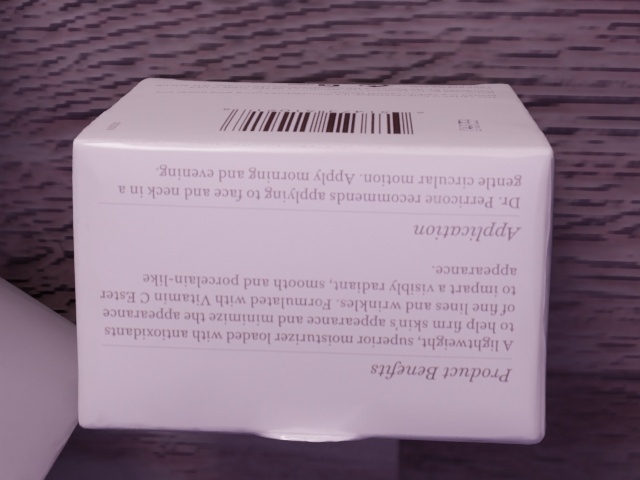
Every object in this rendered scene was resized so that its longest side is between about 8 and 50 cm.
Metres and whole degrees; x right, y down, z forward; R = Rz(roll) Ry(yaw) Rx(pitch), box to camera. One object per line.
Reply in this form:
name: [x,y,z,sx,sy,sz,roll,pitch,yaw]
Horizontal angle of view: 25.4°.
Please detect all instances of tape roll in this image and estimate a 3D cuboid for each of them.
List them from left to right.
tape roll: [-0.180,0.122,0.630,0.072,0.219,0.219,33,104,-8]

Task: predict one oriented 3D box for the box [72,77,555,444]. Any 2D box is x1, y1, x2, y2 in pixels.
box: [0.000,0.000,0.608,0.181,0.182,0.119,2,104,2]
